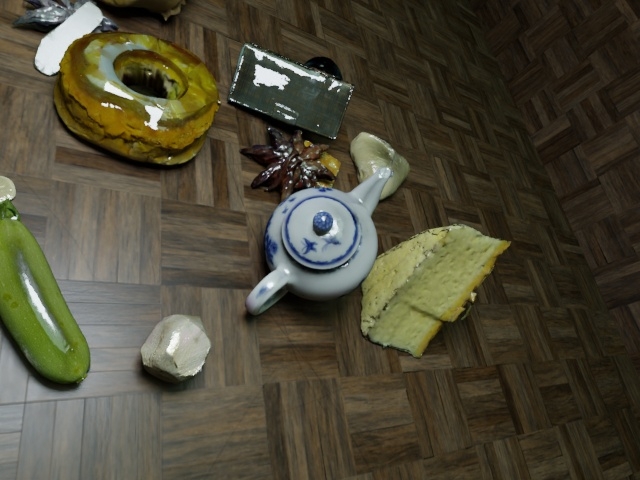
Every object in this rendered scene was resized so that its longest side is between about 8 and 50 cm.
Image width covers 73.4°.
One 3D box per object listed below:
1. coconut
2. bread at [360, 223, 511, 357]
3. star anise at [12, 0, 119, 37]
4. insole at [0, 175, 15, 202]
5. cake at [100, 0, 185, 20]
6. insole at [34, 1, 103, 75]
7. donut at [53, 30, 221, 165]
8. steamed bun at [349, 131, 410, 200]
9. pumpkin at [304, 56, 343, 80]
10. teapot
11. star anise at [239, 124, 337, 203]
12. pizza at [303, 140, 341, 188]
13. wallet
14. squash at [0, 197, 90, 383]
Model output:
[{"bbox_3d":[-0.246,0.184,0.758,0.110,0.110,0.125,36,52,-16],"label":"coconut"},{"bbox_3d":[0.279,0.134,1.072,0.248,0.315,0.279,24,62,-23],"label":"bread"},{"bbox_3d":[-0.555,-0.492,0.956,0.204,0.061,0.181,6,61,-35],"label":"star anise"},{"bbox_3d":[-0.637,-0.084,0.684,0.247,0.011,0.081,-8,70,-40],"label":"insole"},{"bbox_3d":[-0.399,-0.735,1.051,0.332,0.332,0.321,53,39,1],"label":"cake"},{"bbox_3d":[-0.536,-0.430,0.913,0.063,0.010,0.192,40,72,-29],"label":"insole"},{"bbox_3d":[-0.376,-0.313,0.922,0.329,0.160,0.330,14,65,-31],"label":"donut"},{"bbox_3d":[0.186,-0.252,1.357,0.212,0.110,0.231,47,43,-4],"label":"steamed bun"},{"bbox_3d":[0.000,-0.449,1.285,0.149,0.194,0.194,0,61,-6],"label":"pumpkin"},{"bbox_3d":[0.000,0.000,0.924,0.252,0.280,0.424,44,77,10],"label":"teapot"},{"bbox_3d":[-0.072,-0.210,1.109,0.271,0.102,0.272,7,65,-16],"label":"star anise"},{"bbox_3d":[-0.001,-0.201,1.221,0.134,0.046,0.175,-2,66,-36],"label":"pizza"},{"bbox_3d":[-0.080,-0.403,1.173,0.316,0.169,0.044,17,11,-11],"label":"wallet"},{"bbox_3d":[-0.463,0.076,0.673,0.094,0.094,0.341,-24,83,-43],"label":"squash"}]
